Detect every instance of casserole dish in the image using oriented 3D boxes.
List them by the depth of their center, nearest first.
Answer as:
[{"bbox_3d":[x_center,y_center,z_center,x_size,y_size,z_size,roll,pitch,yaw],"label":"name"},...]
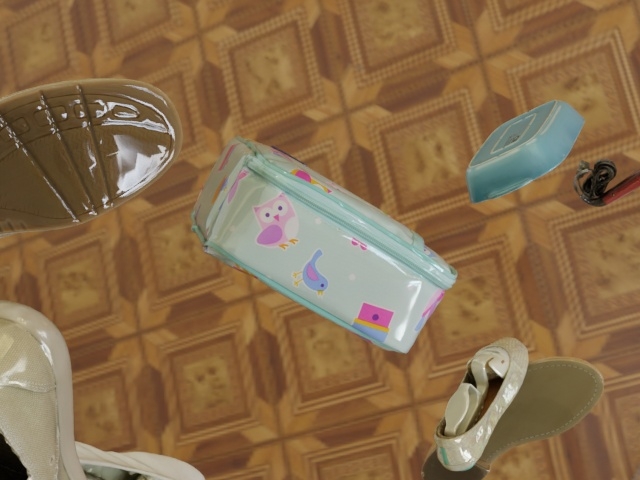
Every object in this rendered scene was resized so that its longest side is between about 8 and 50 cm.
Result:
[{"bbox_3d":[0.210,-0.098,1.196,0.114,0.188,0.037,-25,104,32],"label":"casserole dish"}]

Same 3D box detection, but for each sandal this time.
[{"bbox_3d":[0.198,0.176,1.206,0.088,0.079,0.240,41,121,-6],"label":"sandal"}]

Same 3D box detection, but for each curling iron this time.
[{"bbox_3d":[0.423,-0.106,1.434,0.274,0.068,0.035,-27,31,49],"label":"curling iron"}]

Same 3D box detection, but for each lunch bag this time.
[{"bbox_3d":[0.000,0.000,1.049,0.224,0.279,0.108,29,94,-12],"label":"lunch bag"}]

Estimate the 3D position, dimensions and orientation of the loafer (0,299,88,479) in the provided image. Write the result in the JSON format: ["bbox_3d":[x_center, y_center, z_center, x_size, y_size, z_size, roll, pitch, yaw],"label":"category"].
[{"bbox_3d":[-0.222,0.172,0.804,0.102,0.092,0.268,10,120,25],"label":"loafer"}]

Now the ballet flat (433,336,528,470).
[{"bbox_3d":[0.154,0.142,1.084,0.057,0.052,0.168,-1,42,34],"label":"ballet flat"}]

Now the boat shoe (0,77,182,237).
[{"bbox_3d":[-0.256,-0.049,0.883,0.302,0.098,0.109,-24,107,-10],"label":"boat shoe"}]

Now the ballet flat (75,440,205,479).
[{"bbox_3d":[-0.254,0.324,1.401,0.139,0.400,0.139,-16,59,30],"label":"ballet flat"}]
